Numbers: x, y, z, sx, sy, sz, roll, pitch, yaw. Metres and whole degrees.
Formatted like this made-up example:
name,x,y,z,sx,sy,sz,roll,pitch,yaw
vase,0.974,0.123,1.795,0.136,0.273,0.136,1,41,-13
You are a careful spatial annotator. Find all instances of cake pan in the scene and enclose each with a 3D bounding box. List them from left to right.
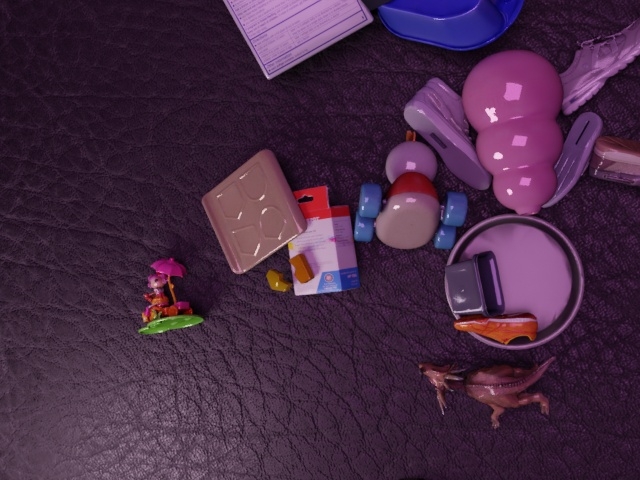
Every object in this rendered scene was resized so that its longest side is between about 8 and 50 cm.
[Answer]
name,x,y,z,sx,sy,sz,roll,pitch,yaw
cake pan,0.418,0.088,1.868,0.293,0.054,0.293,0,90,11

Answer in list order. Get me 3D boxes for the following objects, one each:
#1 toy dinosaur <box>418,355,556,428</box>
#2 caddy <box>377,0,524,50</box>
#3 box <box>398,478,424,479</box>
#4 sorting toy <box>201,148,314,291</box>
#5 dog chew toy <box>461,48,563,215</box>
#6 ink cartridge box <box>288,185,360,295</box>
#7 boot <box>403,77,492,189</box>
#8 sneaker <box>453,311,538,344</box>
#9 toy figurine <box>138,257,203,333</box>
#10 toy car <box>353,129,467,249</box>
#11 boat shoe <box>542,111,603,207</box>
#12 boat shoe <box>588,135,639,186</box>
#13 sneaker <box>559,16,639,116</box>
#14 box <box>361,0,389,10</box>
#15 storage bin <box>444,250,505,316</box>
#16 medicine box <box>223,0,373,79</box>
name,x,y,z,sx,sy,sz,roll,pitch,yaw
toy dinosaur,0.349,0.304,1.800,0.200,0.296,0.127,18,64,-27
caddy,0.261,-0.541,1.827,0.341,0.179,0.241,22,87,29
box,0.203,0.577,1.912,0.062,0.052,0.083,-6,90,10
sorting toy,-0.129,-0.021,1.940,0.229,0.041,0.307,-32,76,32
dog chew toy,0.406,-0.217,1.776,0.207,0.206,0.331,-7,83,11
ink cartridge box,0.000,0.000,1.911,0.134,0.078,0.231,-8,89,37
boot,0.303,-0.237,1.870,0.258,0.095,0.123,46,64,-15
sneaker,0.369,0.188,1.820,0.175,0.064,0.067,1,101,14
toy figurine,-0.362,0.122,2.006,0.173,0.130,0.159,-21,71,34
toy car,0.193,-0.122,1.871,0.219,0.210,0.238,6,62,-1
boat shoe,0.536,-0.160,1.831,0.083,0.076,0.226,40,98,37
boat shoe,0.698,-0.141,1.796,0.285,0.103,0.092,13,123,-4
sneaker,0.591,-0.393,1.806,0.281,0.105,0.115,-43,83,9
box,0.087,-0.599,1.738,0.108,0.153,0.207,-25,66,20
storage bin,0.324,0.095,1.819,0.091,0.098,0.135,-11,89,39
medicine box,-0.065,-0.543,1.869,0.264,0.149,0.289,-27,104,10
